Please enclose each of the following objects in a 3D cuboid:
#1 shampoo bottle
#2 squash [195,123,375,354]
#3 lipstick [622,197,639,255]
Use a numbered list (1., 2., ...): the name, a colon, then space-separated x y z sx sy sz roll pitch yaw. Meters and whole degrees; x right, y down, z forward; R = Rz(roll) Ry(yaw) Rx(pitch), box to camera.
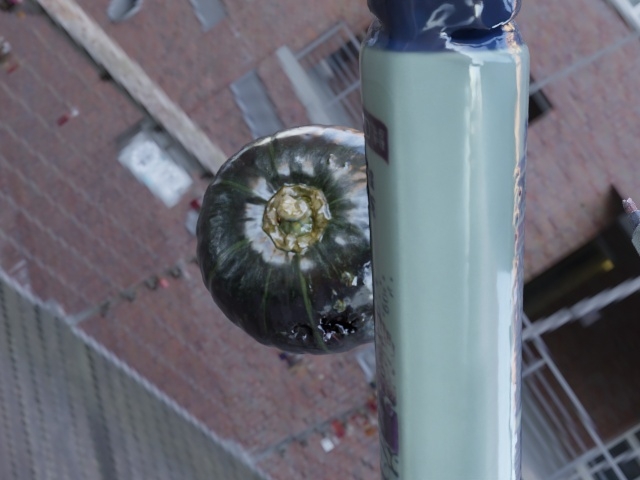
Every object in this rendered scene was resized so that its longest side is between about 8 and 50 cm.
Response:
1. shampoo bottle: 0.065 0.015 0.621 0.134 0.078 0.359 -73 161 -62
2. squash: -0.001 -0.002 0.966 0.156 0.193 0.193 6 48 -56
3. lipstick: 0.340 -0.012 1.290 0.025 0.025 0.107 13 34 -17
